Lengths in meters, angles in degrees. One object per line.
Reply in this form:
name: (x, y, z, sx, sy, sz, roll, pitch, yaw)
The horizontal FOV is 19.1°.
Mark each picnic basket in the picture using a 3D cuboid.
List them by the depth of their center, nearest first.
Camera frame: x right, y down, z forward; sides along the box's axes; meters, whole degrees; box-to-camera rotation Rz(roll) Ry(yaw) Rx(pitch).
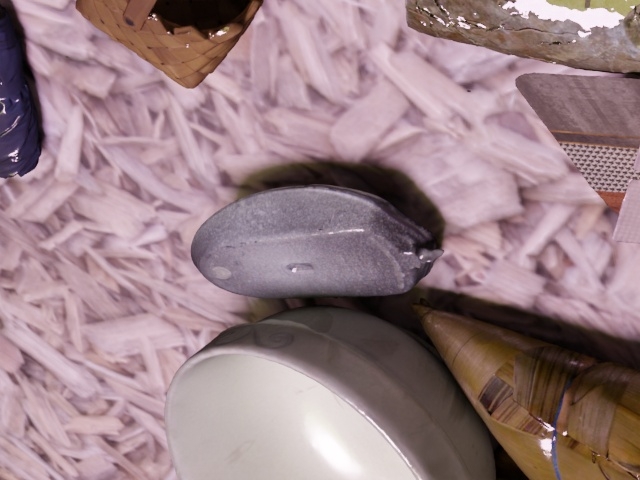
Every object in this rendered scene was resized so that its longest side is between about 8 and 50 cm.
picnic basket: (-0.103, -0.209, 1.405, 0.138, 0.128, 0.178, 35, 157, -2)

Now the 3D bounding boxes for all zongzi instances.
zongzi: (0.214, 0.183, 1.588, 0.289, 0.123, 0.260, 23, 150, 38)

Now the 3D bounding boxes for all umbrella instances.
umbrella: (-0.285, -0.154, 1.637, 0.071, 0.071, 0.248, 20, 138, 19)

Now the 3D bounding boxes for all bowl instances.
bowl: (0.025, 0.179, 1.649, 0.307, 0.163, 0.307, 25, 138, 25)

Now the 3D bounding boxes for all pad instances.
pad: (0.170, -0.039, 1.345, 0.323, 0.055, 0.250, -12, 152, 24)

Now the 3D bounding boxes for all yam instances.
yam: (0.159, -0.183, 1.238, 0.254, 0.154, 0.154, 18, 137, 24)

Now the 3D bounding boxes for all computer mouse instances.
computer mouse: (0.000, -0.005, 1.580, 0.229, 0.068, 0.113, -3, 145, 24)

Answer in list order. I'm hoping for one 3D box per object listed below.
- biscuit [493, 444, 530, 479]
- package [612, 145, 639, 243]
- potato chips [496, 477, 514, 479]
biscuit: (0.227, 0.251, 1.692, 0.176, 0.031, 0.228, 13, 134, 24)
package: (0.316, -0.081, 1.177, 0.204, 0.251, 0.062, 93, 158, -45)
potato chips: (0.185, 0.303, 1.683, 0.195, 0.062, 0.208, 52, 150, -9)
